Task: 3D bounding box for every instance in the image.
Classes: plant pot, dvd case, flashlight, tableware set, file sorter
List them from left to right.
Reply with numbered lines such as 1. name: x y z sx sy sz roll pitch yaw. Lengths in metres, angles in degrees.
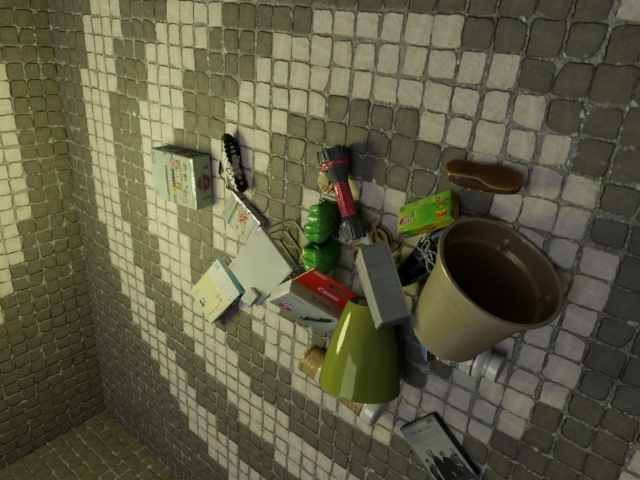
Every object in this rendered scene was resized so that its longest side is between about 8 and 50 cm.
1. file sorter: -0.175 0.078 1.823 0.193 0.173 0.277 53 132 10
2. flashlight: 0.072 -0.149 1.556 0.103 0.103 0.304 -18 86 56
3. plant pot: 0.143 0.346 1.625 0.275 0.275 0.293 10 98 37
4. tableware set: 0.159 0.025 1.612 0.128 0.039 0.194 52 131 13
5. dvd case: 0.405 0.723 1.677 0.238 0.029 0.179 55 132 11
6. plant pot: 0.401 0.161 1.299 0.334 0.334 0.305 45 140 18

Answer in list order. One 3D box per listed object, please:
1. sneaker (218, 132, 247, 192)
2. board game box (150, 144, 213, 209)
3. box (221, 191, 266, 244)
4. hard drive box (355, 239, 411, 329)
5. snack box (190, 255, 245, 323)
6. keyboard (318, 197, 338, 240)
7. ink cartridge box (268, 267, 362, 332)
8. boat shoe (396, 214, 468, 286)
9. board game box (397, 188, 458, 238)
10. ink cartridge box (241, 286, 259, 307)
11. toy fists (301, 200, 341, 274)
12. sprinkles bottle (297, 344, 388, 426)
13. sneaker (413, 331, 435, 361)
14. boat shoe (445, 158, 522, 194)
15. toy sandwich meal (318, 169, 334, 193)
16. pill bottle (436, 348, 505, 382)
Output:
1. sneaker: -0.363 -0.298 1.904 0.106 0.078 0.234 -2 107 38
2. board game box: -0.603 -0.276 2.104 0.303 0.097 0.224 19 119 36
3. box: -0.314 -0.090 1.970 0.186 0.038 0.145 47 130 15
4. hard drive box: 0.183 0.139 1.467 0.181 0.089 0.232 88 167 -73
5. snack box: -0.464 0.229 2.202 0.187 0.060 0.322 56 132 10
6. keyboard: 0.021 -0.052 1.711 0.108 0.023 0.180 27 123 30
7. ink cartridge box: -0.002 0.220 1.705 0.275 0.060 0.239 34 140 -26
8. boat shoe: 0.323 0.040 1.434 0.306 0.105 0.113 -42 78 42
9. board game box: 0.311 -0.075 1.412 0.181 0.043 0.092 -19 54 43
10. ink cartridge box: -0.258 0.207 1.810 0.048 0.028 0.083 49 132 12
11. toy fists: 0.000 0.000 1.641 0.096 0.142 0.279 18 118 23
12. sprinkles bottle: 0.080 0.536 1.819 0.355 0.121 0.121 32 124 28
13. sneaker: 0.338 0.312 1.569 0.073 0.063 0.162 7 107 57
14. boat shoe: 0.434 -0.162 1.296 0.207 0.073 0.073 25 159 35
15. toy sandwich meal: 0.018 -0.198 1.653 0.085 0.029 0.085 16 116 35
16. pill bottle: 0.447 0.345 1.445 0.180 0.108 0.108 22 119 32
